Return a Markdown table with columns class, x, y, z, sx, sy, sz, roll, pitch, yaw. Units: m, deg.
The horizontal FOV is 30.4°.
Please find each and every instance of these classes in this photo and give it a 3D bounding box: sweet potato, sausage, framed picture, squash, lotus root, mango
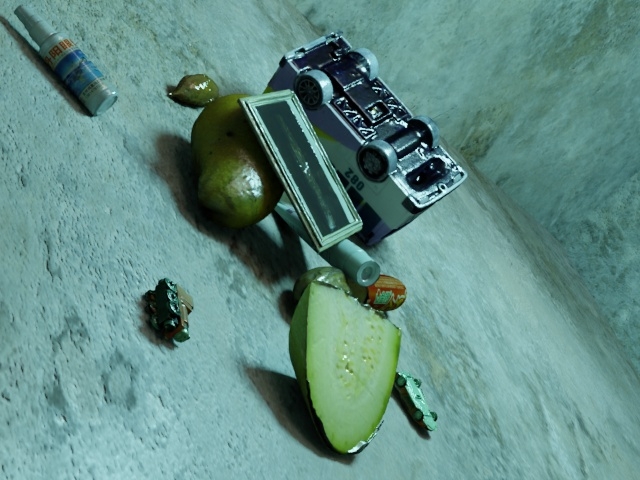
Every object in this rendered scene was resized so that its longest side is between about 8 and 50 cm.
| class | x | y | z | sx | sy | sz | roll | pitch | yaw |
| --- | --- | --- | --- | --- | --- | --- | --- | --- | --- |
| sweet potato | -0.229 | -0.297 | 2.345 | 0.068 | 0.068 | 0.226 | 50 | 17 | 12 |
| sausage | 0.103 | 0.097 | 2.222 | 0.083 | 0.083 | 0.264 | 52 | 17 | 18 |
| framed picture | -0.027 | -0.129 | 2.052 | 0.293 | 0.018 | 0.231 | 62 | 23 | -1 |
| squash | 0.050 | 0.201 | 1.744 | 0.237 | 0.204 | 0.155 | 32 | 0 | -42 |
| lotus root | 0.001 | 0.089 | 1.992 | 0.089 | 0.080 | 0.179 | 63 | 20 | 9 |
| mango | -0.137 | -0.137 | 2.045 | 0.176 | 0.176 | 0.329 | 1 | 34 | -11 |

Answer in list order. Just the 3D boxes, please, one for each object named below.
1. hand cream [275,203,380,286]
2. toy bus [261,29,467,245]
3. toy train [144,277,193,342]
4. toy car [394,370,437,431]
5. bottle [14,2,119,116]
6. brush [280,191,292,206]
| class | x | y | z | sx | sy | sz | roll | pitch | yaw |
| --- | --- | --- | --- | --- | --- | --- | --- | --- | --- |
| hand cream | 0.000 | 0.000 | 2.151 | 0.085 | 0.058 | 0.331 | 27 | 4 | -37 |
| toy bus | 0.078 | -0.209 | 2.555 | 0.440 | 0.249 | 0.209 | 49 | 46 | 8 |
| toy train | -0.198 | 0.095 | 1.577 | 0.064 | 0.044 | 0.103 | 48 | 14 | -33 |
| toy car | 0.163 | 0.279 | 2.029 | 0.059 | 0.035 | 0.122 | 20 | 39 | -55 |
| bottle | -0.418 | -0.297 | 1.910 | 0.217 | 0.060 | 0.060 | 47 | 17 | 5 |
| brush | -0.063 | -0.101 | 2.308 | 0.327 | 0.070 | 0.065 | 38 | 9 | -30 |
